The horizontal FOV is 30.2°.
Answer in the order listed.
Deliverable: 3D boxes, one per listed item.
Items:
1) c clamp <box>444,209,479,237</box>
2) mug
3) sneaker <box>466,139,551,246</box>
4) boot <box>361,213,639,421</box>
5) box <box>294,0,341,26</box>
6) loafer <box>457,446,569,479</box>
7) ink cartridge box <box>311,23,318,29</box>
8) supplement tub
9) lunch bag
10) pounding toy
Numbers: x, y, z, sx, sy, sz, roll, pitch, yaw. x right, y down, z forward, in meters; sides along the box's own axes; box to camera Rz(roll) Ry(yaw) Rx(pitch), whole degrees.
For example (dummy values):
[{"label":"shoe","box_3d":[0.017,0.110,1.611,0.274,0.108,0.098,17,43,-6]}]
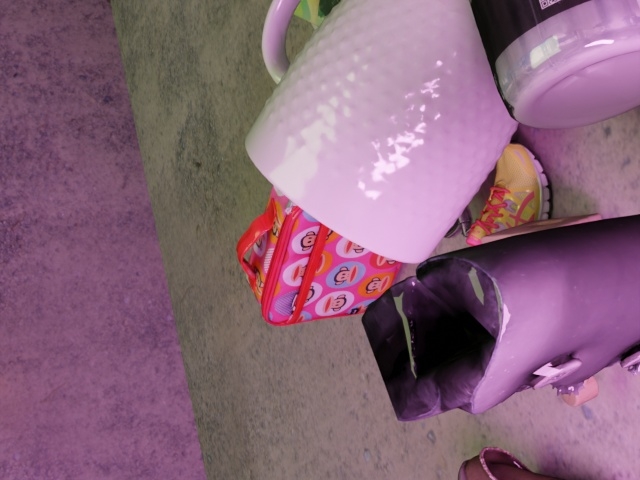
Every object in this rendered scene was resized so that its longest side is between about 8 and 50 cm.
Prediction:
[{"label":"c clamp","box_3d":[0.182,-0.072,1.669,0.137,0.022,0.160,124,134,-64]},{"label":"mug","box_3d":[0.077,-0.212,1.455,0.374,0.276,0.328,43,109,27]},{"label":"sneaker","box_3d":[0.227,-0.020,1.475,0.081,0.094,0.208,-160,68,-67]},{"label":"boot","box_3d":[0.289,-0.005,0.877,0.367,0.445,0.146,117,140,-53]},{"label":"box","box_3d":[0.090,-0.374,1.621,0.322,0.058,0.232,33,128,37]},{"label":"loafer","box_3d":[0.306,0.334,1.373,0.366,0.134,0.130,36,105,48]},{"label":"ink cartridge box","box_3d":[0.032,-0.416,1.839,0.212,0.093,0.154,64,150,34]},{"label":"supplement tub","box_3d":[0.244,-0.303,1.218,0.207,0.207,0.338,132,127,-61]},{"label":"lunch bag","box_3d":[0.000,0.000,1.805,0.293,0.258,0.120,107,148,-44]},{"label":"pounding toy","box_3d":[0.295,0.079,1.356,0.181,0.094,0.206,-7,98,62]}]
